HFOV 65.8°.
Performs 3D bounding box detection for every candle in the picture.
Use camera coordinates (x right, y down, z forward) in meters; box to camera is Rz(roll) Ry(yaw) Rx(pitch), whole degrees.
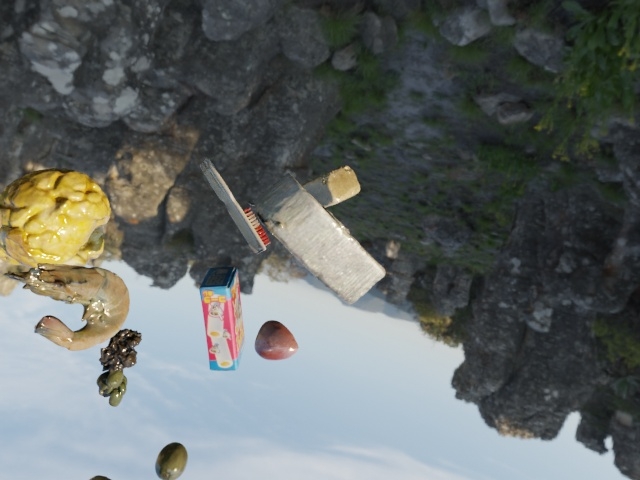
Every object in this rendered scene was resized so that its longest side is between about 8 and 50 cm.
[{"bbox_3d":[0.000,0.000,0.604,0.168,0.068,0.192,47,-176,4],"label":"candle"}]

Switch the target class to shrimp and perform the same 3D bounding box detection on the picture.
[{"bbox_3d":[-0.423,0.113,0.831,0.059,0.145,0.254,3,175,21],"label":"shrimp"}]

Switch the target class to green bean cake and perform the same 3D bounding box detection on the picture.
[{"bbox_3d":[0.007,-0.129,1.316,0.109,0.085,0.179,-28,-174,-37],"label":"green bean cake"}]

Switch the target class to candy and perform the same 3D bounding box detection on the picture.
[{"bbox_3d":[-0.316,0.255,1.613,0.100,0.305,0.157,-3,-158,1],"label":"candy"}]

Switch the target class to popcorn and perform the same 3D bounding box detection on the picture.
[{"bbox_3d":[-0.892,-0.071,1.626,0.344,0.390,0.354,-1,-143,-44],"label":"popcorn"}]

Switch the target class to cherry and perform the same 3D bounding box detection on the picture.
[{"bbox_3d":[-0.123,0.265,1.315,0.087,0.106,0.126,6,169,-43],"label":"cherry"}]

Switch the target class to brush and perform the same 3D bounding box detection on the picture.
[{"bbox_3d":[-0.253,-0.108,1.489,0.060,0.050,0.321,-27,97,51],"label":"brush"}]

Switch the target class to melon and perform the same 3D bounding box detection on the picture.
[{"bbox_3d":[-0.464,0.689,1.544,0.098,0.098,0.130,17,-168,-6],"label":"melon"}]

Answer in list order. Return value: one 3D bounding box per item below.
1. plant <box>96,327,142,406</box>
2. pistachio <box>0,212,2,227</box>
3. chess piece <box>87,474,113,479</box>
[{"bbox_3d":[-0.435,0.269,1.060,0.085,0.174,0.087,18,-177,29],"label":"plant"},{"bbox_3d":[-0.947,-0.123,1.263,0.318,0.193,0.214,53,-158,-4],"label":"pistachio"},{"bbox_3d":[-0.683,0.802,1.201,0.234,0.233,0.442,14,-161,26],"label":"chess piece"}]
